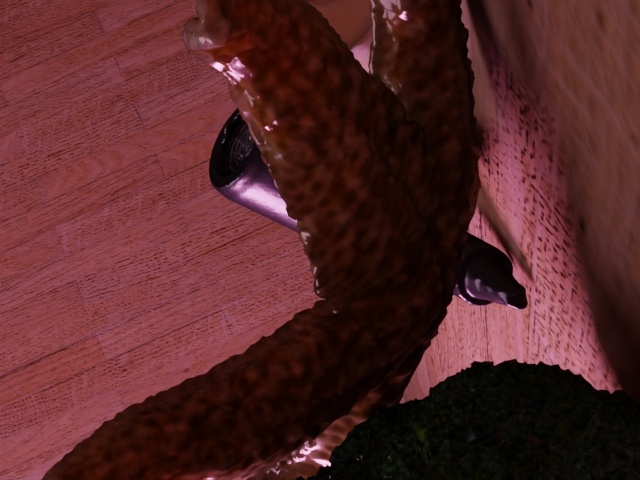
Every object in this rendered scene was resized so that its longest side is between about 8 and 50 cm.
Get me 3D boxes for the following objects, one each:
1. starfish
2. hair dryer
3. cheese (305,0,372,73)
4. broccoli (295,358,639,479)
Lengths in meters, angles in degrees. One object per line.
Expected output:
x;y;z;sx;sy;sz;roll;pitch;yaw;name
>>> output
0.010;0.003;0.591;0.327;0.094;0.375;-36;-36;-62;starfish
0.034;-0.014;0.802;0.128;0.070;0.255;25;-177;-26;hair dryer
-0.012;-0.135;0.851;0.249;0.071;0.163;84;162;-84;cheese
0.069;0.178;0.543;0.245;0.265;0.294;38;134;7;broccoli
